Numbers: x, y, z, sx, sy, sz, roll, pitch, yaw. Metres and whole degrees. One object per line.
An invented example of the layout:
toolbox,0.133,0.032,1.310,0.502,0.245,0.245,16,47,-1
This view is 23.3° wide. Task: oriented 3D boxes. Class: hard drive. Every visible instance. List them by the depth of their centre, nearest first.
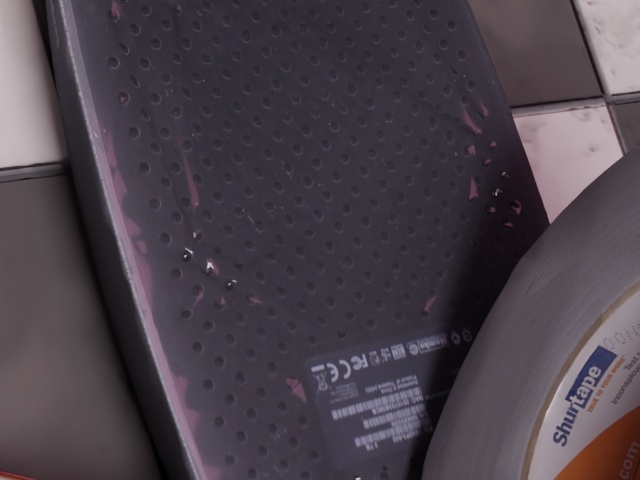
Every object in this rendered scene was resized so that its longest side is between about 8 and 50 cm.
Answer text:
hard drive,0.000,0.000,0.538,0.172,0.054,0.255,-12,80,-34

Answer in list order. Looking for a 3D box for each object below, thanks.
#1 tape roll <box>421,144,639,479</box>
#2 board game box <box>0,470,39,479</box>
tape roll,0.118,0.068,0.420,0.072,0.219,0.219,29,59,-26
board game box,-0.119,0.126,0.396,0.281,0.027,0.145,16,62,-15
